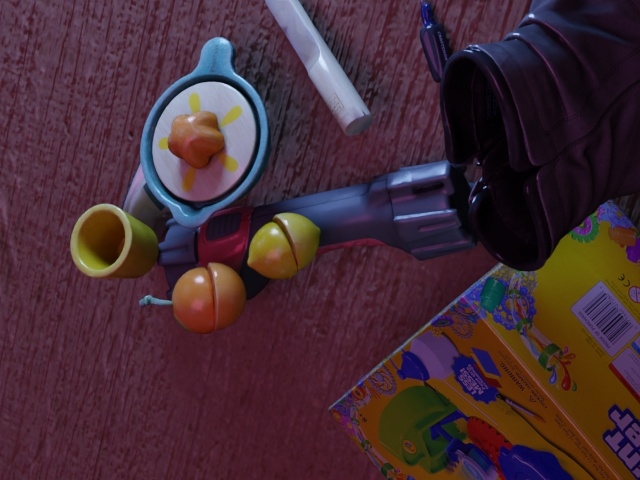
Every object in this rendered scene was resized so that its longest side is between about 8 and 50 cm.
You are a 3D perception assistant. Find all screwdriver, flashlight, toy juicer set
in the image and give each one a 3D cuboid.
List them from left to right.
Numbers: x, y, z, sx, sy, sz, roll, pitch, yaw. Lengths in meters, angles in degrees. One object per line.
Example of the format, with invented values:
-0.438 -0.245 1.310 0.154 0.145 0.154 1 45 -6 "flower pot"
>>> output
-0.075 -0.069 1.372 0.209 0.089 0.329 37 98 30 "toy juicer set"
0.000 0.000 1.433 0.304 0.103 0.103 -10 96 23 "flashlight"
0.091 -0.223 1.365 0.025 0.024 0.170 -12 94 -2 "screwdriver"

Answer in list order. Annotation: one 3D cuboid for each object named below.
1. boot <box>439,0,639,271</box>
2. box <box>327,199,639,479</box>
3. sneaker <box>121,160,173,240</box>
0.173 -0.164 1.107 0.118 0.223 0.338 1 114 51 "boot"
0.204 0.159 1.272 0.290 0.177 0.279 50 148 5 "box"
-0.138 -0.052 1.500 0.075 0.057 0.161 30 113 21 "sneaker"
